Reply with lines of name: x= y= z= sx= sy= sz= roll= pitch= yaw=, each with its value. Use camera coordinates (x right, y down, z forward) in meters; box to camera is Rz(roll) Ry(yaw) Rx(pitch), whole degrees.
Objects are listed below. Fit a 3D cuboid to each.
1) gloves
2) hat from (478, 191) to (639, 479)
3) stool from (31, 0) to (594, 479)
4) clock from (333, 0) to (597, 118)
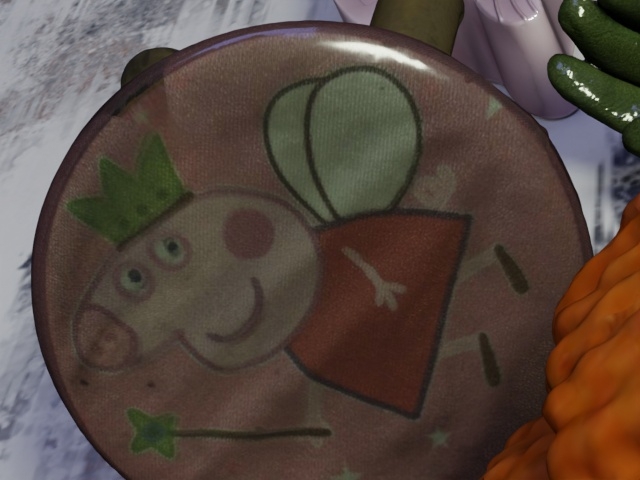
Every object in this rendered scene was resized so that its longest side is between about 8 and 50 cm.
gloves: x=0.257 y=-0.089 z=0.927 sx=0.268 sy=0.107 sz=0.135 roll=9 pitch=53 yaw=19
hat: x=0.124 y=0.148 z=0.586 sx=0.400 sy=0.285 sz=0.285 roll=-39 pitch=30 yaw=16
stool: x=0.000 y=0.000 z=0.864 sx=0.272 sy=0.272 sz=0.178 roll=-19 pitch=21 yaw=12
clock: x=0.144 y=-0.193 z=1.173 sx=0.275 sy=0.080 sz=0.290 roll=-21 pitch=34 yaw=10
